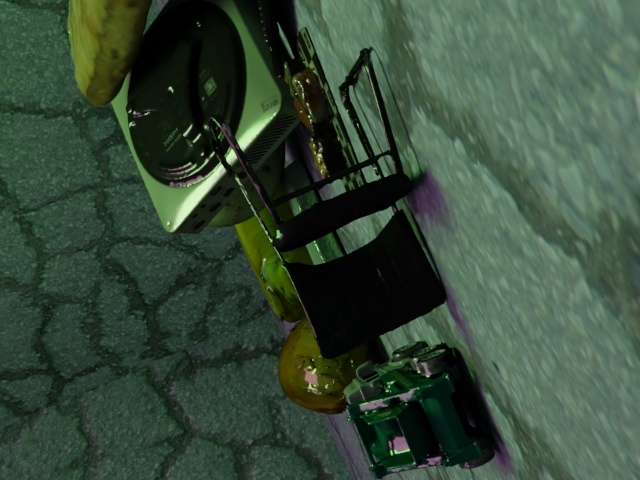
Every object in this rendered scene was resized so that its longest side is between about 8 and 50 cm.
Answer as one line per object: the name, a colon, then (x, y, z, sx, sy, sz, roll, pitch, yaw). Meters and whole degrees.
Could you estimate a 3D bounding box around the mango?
mango: (0.013, 0.181, 1.520, 0.156, 0.151, 0.249, 54, 174, -2)

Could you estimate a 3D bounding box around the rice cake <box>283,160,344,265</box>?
rice cake: (0.001, 0.001, 1.455, 0.080, 0.042, 0.221, 104, 144, -70)

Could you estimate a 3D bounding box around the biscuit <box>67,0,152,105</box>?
biscuit: (-0.246, -0.447, 1.240, 0.446, 0.104, 0.429, 132, 133, -62)

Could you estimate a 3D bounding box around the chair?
chair: (0.015, -0.020, 0.879, 0.145, 0.140, 0.221, 139, 106, -84)

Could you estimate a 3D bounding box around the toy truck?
toy truck: (0.083, 0.171, 1.042, 0.216, 0.116, 0.110, -176, 64, -83)

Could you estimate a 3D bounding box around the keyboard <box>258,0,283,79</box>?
keyboard: (-0.058, -0.264, 1.074, 0.250, 0.017, 0.087, 83, -179, -66)

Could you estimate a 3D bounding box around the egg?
egg: (-0.134, -0.125, 1.479, 0.177, 0.177, 0.228, 76, -152, -50)

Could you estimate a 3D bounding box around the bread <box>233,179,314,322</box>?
bread: (-0.085, -0.034, 1.704, 0.383, 0.112, 0.166, -120, 7, -47)

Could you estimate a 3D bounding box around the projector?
projector: (-0.156, -0.180, 1.311, 0.079, 0.257, 0.259, 4, -129, -46)

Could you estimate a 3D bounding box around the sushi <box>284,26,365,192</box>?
sushi: (-0.004, -0.122, 1.128, 0.139, 0.031, 0.201, -155, 43, -80)
